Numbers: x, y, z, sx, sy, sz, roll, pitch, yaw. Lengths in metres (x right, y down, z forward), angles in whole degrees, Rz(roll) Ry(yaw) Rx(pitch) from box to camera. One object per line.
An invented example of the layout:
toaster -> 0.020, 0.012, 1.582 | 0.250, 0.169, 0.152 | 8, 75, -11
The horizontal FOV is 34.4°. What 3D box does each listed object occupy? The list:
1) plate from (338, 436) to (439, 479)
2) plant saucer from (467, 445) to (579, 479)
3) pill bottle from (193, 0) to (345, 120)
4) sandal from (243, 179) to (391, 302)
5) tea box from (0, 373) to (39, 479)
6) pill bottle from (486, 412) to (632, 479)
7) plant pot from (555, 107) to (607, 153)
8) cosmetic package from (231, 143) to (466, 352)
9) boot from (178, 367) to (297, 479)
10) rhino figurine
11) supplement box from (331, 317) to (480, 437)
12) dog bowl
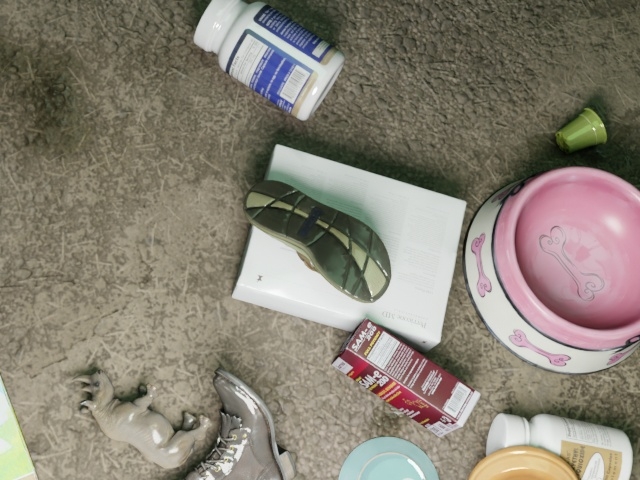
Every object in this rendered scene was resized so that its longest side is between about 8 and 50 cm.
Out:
plate -> 0.123, 0.434, 1.797 | 0.188, 0.024, 0.188 | 4, 69, -11
plant saucer -> 0.348, 0.445, 1.765 | 0.200, 0.037, 0.200 | 3, 111, 7
pill bottle -> -0.099, -0.358, 1.963 | 0.265, 0.153, 0.153 | 33, 67, 0
sandal -> 0.000, -0.002, 1.799 | 0.303, 0.086, 0.120 | 37, 73, 18
tea box -> -0.626, 0.317, 1.565 | 0.329, 0.220, 0.323 | -21, 77, -19
pill bottle -> 0.418, 0.377, 1.824 | 0.229, 0.131, 0.131 | 13, 68, -8
plant pot -> 0.523, -0.215, 2.097 | 0.079, 0.083, 0.083 | -28, 78, -7
cosmetic package -> 0.056, 0.016, 1.893 | 0.377, 0.097, 0.284 | 17, 66, -6
boot -> -0.174, 0.366, 1.685 | 0.229, 0.091, 0.263 | -34, 108, -22
rhino figurine -> -0.310, 0.292, 1.725 | 0.243, 0.073, 0.106 | 30, 64, 1
supplement box -> 0.146, 0.243, 1.813 | 0.239, 0.130, 0.073 | 34, 67, 2
dog bowl -> 0.485, 0.040, 1.952 | 0.408, 0.150, 0.408 | 4, 70, -11
